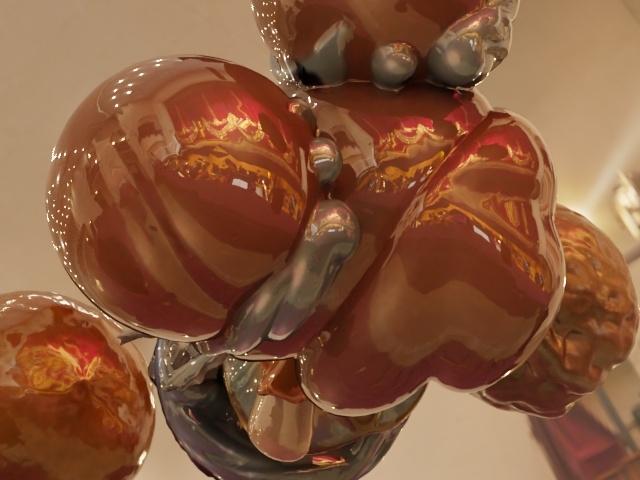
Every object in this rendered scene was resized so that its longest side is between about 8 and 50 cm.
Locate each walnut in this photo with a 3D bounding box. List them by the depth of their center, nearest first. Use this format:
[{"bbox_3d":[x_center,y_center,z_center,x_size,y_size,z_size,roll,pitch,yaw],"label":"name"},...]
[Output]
[{"bbox_3d":[-0.255,0.134,1.085,0.203,0.203,0.298,9,-7,-36],"label":"walnut"},{"bbox_3d":[0.235,0.075,1.476,0.248,0.248,0.248,-15,-38,-12],"label":"walnut"}]

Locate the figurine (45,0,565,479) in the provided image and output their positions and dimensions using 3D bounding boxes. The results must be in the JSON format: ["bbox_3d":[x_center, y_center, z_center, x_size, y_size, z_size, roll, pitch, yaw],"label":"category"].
[{"bbox_3d":[0.001,0.000,0.721,0.276,0.248,0.388,-55,1,-22],"label":"figurine"}]
